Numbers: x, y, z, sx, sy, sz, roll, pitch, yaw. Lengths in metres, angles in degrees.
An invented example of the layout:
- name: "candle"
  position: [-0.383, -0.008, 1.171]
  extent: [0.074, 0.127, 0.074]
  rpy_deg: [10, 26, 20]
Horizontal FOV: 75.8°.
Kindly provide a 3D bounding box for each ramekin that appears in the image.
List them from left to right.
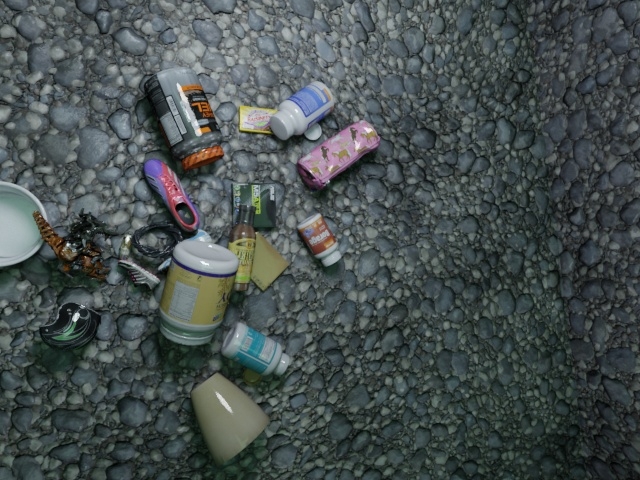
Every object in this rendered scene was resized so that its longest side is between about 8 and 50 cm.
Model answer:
- name: "ramekin"
  position: [-1.063, -0.052, 1.385]
  extent: [0.277, 0.135, 0.278]
  rpy_deg: [0, 89, -20]

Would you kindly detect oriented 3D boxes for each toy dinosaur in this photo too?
- name: "toy dinosaur"
  position: [-0.836, 0.015, 1.422]
  extent: [0.164, 0.322, 0.218]
  rpy_deg: [31, 69, 18]

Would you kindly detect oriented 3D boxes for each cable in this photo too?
- name: "cable"
  position: [-0.626, 0.000, 1.572]
  extent: [0.184, 0.047, 0.151]
  rpy_deg: [-13, 73, -21]

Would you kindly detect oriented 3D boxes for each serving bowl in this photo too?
- name: "serving bowl"
  position: [-0.040, -0.486, 1.828]
  extent: [0.083, 0.027, 0.084]
  rpy_deg: [0, 89, -21]

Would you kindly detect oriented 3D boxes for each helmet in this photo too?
- name: "helmet"
  position: [-0.876, 0.306, 1.439]
  extent: [0.169, 0.169, 0.162]
  rpy_deg: [30, 63, -18]

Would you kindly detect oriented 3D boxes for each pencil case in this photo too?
- name: "pencil case"
  position: [0.083, -0.377, 1.805]
  extent: [0.386, 0.160, 0.167]
  rpy_deg: [-39, 102, -17]

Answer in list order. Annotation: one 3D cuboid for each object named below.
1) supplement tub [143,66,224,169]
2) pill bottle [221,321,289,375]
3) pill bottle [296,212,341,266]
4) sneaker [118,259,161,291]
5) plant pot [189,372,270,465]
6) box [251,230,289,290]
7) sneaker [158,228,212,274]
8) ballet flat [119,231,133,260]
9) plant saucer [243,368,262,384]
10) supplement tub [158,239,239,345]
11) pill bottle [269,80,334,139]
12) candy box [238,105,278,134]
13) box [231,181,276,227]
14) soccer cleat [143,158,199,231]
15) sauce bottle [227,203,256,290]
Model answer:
- name: "supplement tub"
  position: [-0.506, -0.454, 1.559]
  extent: [0.207, 0.207, 0.338]
  rpy_deg: [-25, 99, -19]
- name: "pill bottle"
  position: [-0.259, 0.454, 1.676]
  extent: [0.264, 0.146, 0.146]
  rpy_deg: [34, 78, -17]
- name: "pill bottle"
  position: [0.000, 0.000, 1.789]
  extent: [0.121, 0.121, 0.216]
  rpy_deg: [-35, 101, -17]
- name: "sneaker"
  position: [-0.697, 0.137, 1.558]
  extent: [0.170, 0.063, 0.075]
  rpy_deg: [37, 71, -21]
- name: "plant pot"
  position: [-0.378, 0.666, 1.598]
  extent: [0.256, 0.256, 0.274]
  rpy_deg: [-36, 85, -17]
- name: "box"
  position: [-0.255, 0.088, 1.746]
  extent: [0.164, 0.021, 0.201]
  rpy_deg: [-46, 104, -14]
- name: "sneaker"
  position: [-0.539, 0.047, 1.619]
  extent: [0.237, 0.085, 0.086]
  rpy_deg: [-39, 71, -11]
- name: "ballet flat"
  position: [-0.738, 0.021, 1.557]
  extent: [0.041, 0.041, 0.115]
  rpy_deg: [14, 85, -20]
- name: "plant saucer"
  position: [-0.287, 0.567, 1.734]
  extent: [0.083, 0.015, 0.084]
  rpy_deg: [0, 90, -20]
- name: "supplement tub"
  position: [-0.455, 0.190, 1.523]
  extent: [0.240, 0.241, 0.332]
  rpy_deg: [14, 104, -20]
- name: "pill bottle"
  position: [-0.082, -0.541, 1.728]
  extent: [0.272, 0.152, 0.152]
  rpy_deg: [-42, 103, -25]
- name: "candy box"
  position: [-0.244, -0.509, 1.753]
  extent: [0.205, 0.027, 0.105]
  rpy_deg: [0, 86, -21]
- name: "box"
  position: [-0.279, -0.148, 1.727]
  extent: [0.184, 0.045, 0.191]
  rpy_deg: [-1, 91, -18]
- name: "soccer cleat"
  position: [-0.566, -0.178, 1.581]
  extent: [0.108, 0.116, 0.318]
  rpy_deg: [-33, 101, -18]
- name: "sauce bottle"
  position: [-0.318, 0.027, 1.648]
  extent: [0.111, 0.111, 0.345]
  rpy_deg: [6, 93, -20]
